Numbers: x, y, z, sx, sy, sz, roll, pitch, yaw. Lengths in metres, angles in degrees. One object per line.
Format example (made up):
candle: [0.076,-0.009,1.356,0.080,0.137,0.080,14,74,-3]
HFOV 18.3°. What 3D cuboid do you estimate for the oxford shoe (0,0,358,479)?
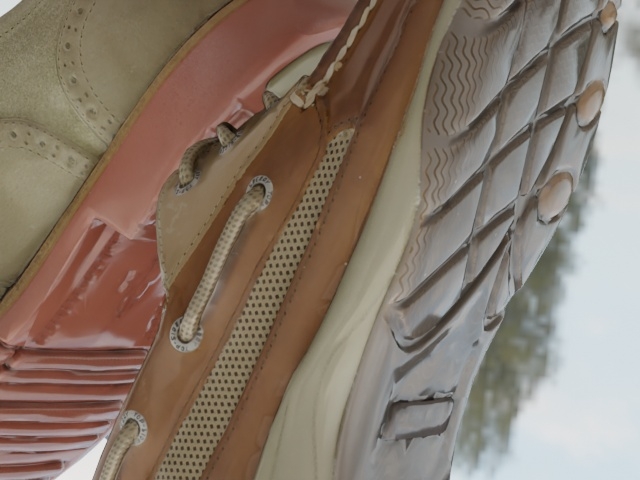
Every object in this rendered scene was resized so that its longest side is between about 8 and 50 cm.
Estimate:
oxford shoe: [-0.141,0.006,0.869,0.146,0.397,0.140,51,-165,23]

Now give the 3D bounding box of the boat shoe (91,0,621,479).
boat shoe: [0.000,0.000,0.642,0.116,0.324,0.123,23,-177,26]

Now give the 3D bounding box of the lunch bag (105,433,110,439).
lunch bag: [-0.093,0.110,1.309,0.083,0.053,0.071,-29,171,-39]
